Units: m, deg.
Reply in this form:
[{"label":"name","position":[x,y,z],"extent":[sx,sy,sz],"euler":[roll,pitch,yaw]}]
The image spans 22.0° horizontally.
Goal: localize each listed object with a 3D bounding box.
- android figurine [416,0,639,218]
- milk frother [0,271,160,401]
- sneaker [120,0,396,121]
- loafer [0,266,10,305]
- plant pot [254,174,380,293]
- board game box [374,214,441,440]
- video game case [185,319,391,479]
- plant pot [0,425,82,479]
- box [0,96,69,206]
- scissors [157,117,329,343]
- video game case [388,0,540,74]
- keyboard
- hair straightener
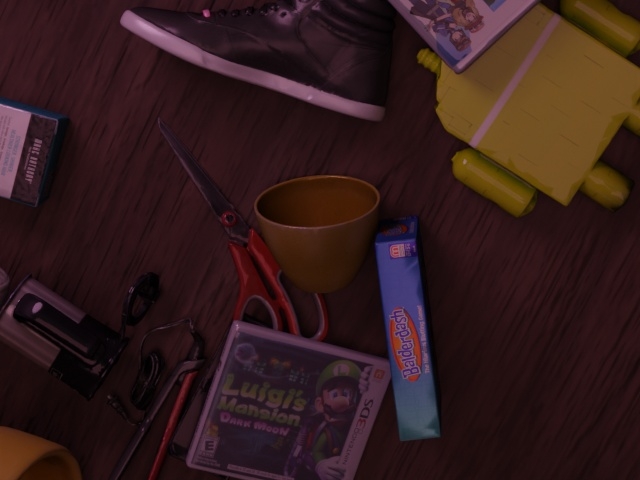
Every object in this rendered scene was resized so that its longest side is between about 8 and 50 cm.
[{"label":"android figurine","position":[0.234,-0.152,1.749],"extent":[0.273,0.056,0.248],"euler":[31,100,-2]},{"label":"milk frother","position":[-0.266,0.076,1.807],"extent":[0.134,0.129,0.143],"euler":[34,57,-3]},{"label":"sneaker","position":[-0.054,-0.236,1.734],"extent":[0.295,0.104,0.147],"euler":[17,98,-5]},{"label":"loafer","position":[-0.497,0.039,1.804],"extent":[0.319,0.112,0.111],"euler":[13,105,9]},{"label":"plant pot","position":[0.000,0.000,1.760],"extent":[0.134,0.134,0.095],"euler":[-3,115,4]},{"label":"board game box","position":[0.094,0.089,1.745],"extent":[0.047,0.160,0.210],"euler":[-7,98,5]},{"label":"video game case","position":[-0.033,0.190,1.807],"extent":[0.190,0.022,0.173],"euler":[16,103,-17]},{"label":"plant pot","position":[-0.421,0.308,1.781],"extent":[0.239,0.254,0.254],"euler":[16,100,16]},{"label":"box","position":[-0.407,-0.120,1.791],"extent":[0.244,0.060,0.101],"euler":[17,100,1]},{"label":"scissors","position":[-0.083,-0.012,1.810],"extent":[0.109,0.021,0.297],"euler":[-21,87,-9]},{"label":"video game case","position":[0.160,-0.388,1.666],"extent":[0.329,0.036,0.300],"euler":[-42,93,9]},{"label":"keyboard","position":[-0.086,0.179,1.830],"extent":[0.108,0.023,0.180],"euler":[27,95,-7]},{"label":"hair straightener","position":[-0.197,0.187,1.835],"extent":[0.089,0.047,0.230],"euler":[23,100,-1]}]
